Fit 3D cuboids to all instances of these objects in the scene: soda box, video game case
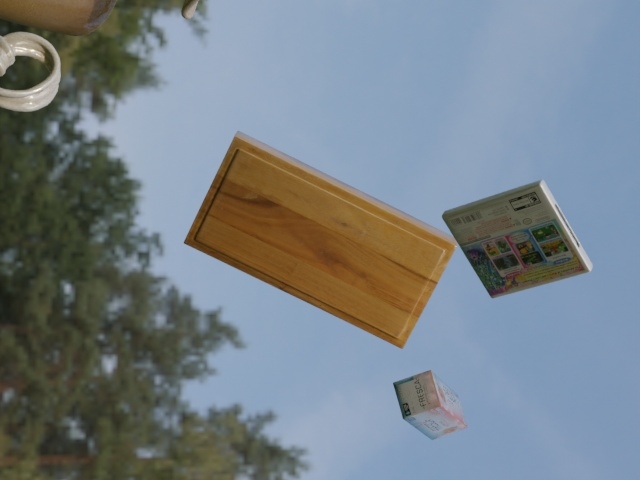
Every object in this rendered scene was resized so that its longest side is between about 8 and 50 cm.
[{"bbox_3d":[0.163,0.243,2.060,0.063,0.183,0.058,-20,-113,11],"label":"soda box"},{"bbox_3d":[0.258,0.001,1.849,0.157,0.019,0.143,-18,-66,37],"label":"video game case"}]

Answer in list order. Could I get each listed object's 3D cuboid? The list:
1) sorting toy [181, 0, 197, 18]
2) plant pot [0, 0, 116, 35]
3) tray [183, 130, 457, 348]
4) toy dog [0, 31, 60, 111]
[{"bbox_3d":[-0.122,-0.431,1.989,0.208,0.038,0.193,-40,-152,50],"label":"sorting toy"},{"bbox_3d":[-0.461,-0.425,2.079,0.237,0.254,0.237,6,-81,41],"label":"plant pot"},{"bbox_3d":[0.000,0.000,2.353,0.203,0.410,0.076,-63,-177,11],"label":"tray"},{"bbox_3d":[-0.461,-0.158,1.494,0.220,0.333,0.161,55,-28,-2],"label":"toy dog"}]
